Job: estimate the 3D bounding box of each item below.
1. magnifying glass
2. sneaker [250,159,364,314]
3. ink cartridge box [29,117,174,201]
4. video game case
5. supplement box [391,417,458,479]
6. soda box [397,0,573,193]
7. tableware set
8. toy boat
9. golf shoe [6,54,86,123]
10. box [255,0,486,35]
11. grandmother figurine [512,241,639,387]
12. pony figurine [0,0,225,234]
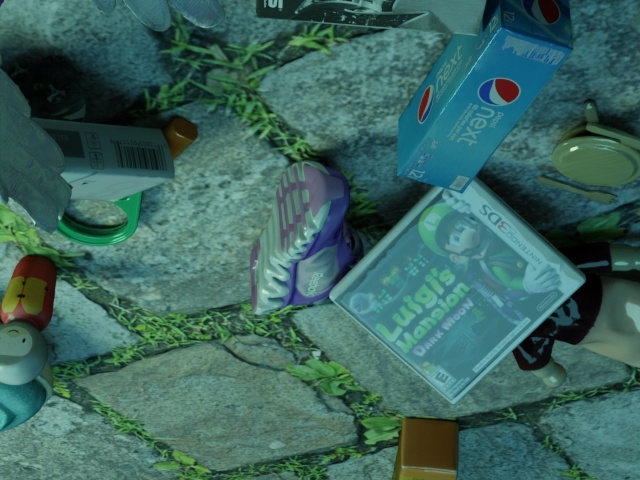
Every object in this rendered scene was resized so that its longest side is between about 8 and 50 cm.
[{"bbox_3d":[-0.196,-0.057,1.309,0.092,0.026,0.231,26,141,-27],"label":"magnifying glass"},{"bbox_3d":[0.000,0.000,1.316,0.105,0.095,0.236,6,150,-13],"label":"sneaker"},{"bbox_3d":[-0.283,-0.051,1.213,0.232,0.066,0.189,-24,167,34],"label":"ink cartridge box"},{"bbox_3d":[0.134,0.046,1.294,0.173,0.022,0.190,41,109,-8],"label":"video game case"},{"bbox_3d":[0.137,0.327,1.768,0.080,0.078,0.233,3,144,2],"label":"supplement box"},{"bbox_3d":[0.136,-0.132,1.120,0.067,0.071,0.210,15,144,-15],"label":"soda box"},{"bbox_3d":[0.311,-0.070,1.220,0.194,0.039,0.128,17,155,-8],"label":"tableware set"},{"bbox_3d":[-0.407,0.135,1.494,0.267,0.148,0.318,30,138,-31],"label":"toy boat"},{"bbox_3d":[-0.311,-0.110,1.191,0.198,0.077,0.094,-2,151,1],"label":"golf shoe"},{"bbox_3d":[0.045,-0.255,0.968,0.183,0.056,0.231,6,145,-1],"label":"box"},{"bbox_3d":[0.276,0.073,1.383,0.342,0.104,0.207,18,116,-13],"label":"grandmother figurine"},{"bbox_3d":[-0.275,-0.212,0.922,0.363,0.302,0.351,-2,139,36],"label":"pony figurine"}]
